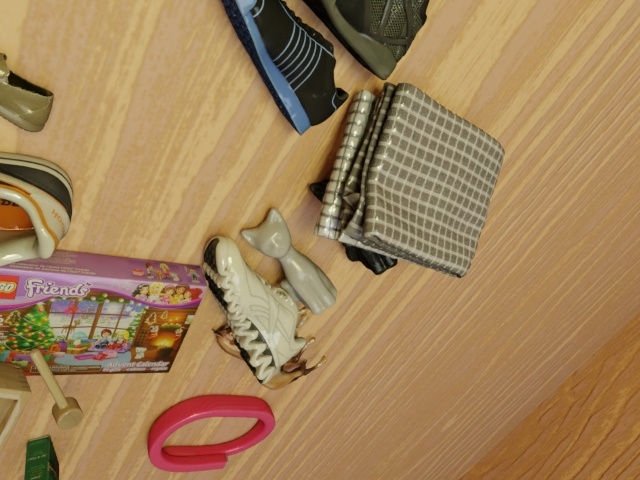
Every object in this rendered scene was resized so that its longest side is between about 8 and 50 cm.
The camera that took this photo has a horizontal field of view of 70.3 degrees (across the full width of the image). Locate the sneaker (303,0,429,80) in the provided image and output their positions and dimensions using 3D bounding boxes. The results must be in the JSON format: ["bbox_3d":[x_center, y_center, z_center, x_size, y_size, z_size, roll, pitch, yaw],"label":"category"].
[{"bbox_3d":[0.050,-0.301,0.524,0.130,0.087,0.228,-49,137,13],"label":"sneaker"}]

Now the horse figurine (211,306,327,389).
[{"bbox_3d":[-0.086,0.229,0.914,0.175,0.066,0.263,-29,134,-13],"label":"horse figurine"}]

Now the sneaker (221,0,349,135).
[{"bbox_3d":[-0.038,-0.234,0.539,0.091,0.081,0.232,-35,143,-2],"label":"sneaker"}]

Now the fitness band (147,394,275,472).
[{"bbox_3d":[-0.236,0.428,1.007,0.291,0.054,0.209,19,115,-41],"label":"fitness band"}]

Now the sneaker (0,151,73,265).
[{"bbox_3d":[-0.429,-0.034,0.450,0.321,0.127,0.126,-1,129,-27],"label":"sneaker"}]

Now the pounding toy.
[{"bbox_3d":[-0.428,0.207,0.596,0.206,0.094,0.181,30,84,-44],"label":"pounding toy"}]

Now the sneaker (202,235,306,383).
[{"bbox_3d":[-0.106,0.104,0.758,0.118,0.110,0.292,-28,127,-18],"label":"sneaker"}]

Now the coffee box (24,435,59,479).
[{"bbox_3d":[-0.486,0.457,0.793,0.041,0.184,0.113,-7,129,-24],"label":"coffee box"}]

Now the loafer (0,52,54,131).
[{"bbox_3d":[-0.332,-0.167,0.443,0.050,0.056,0.148,-44,142,6],"label":"loafer"}]

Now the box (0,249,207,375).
[{"bbox_3d":[-0.343,0.114,0.672,0.294,0.057,0.200,10,121,-35],"label":"box"}]

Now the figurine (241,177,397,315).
[{"bbox_3d":[0.000,0.000,0.762,0.215,0.092,0.209,-33,128,0],"label":"figurine"}]

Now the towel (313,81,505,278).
[{"bbox_3d":[0.152,-0.080,0.694,0.284,0.121,0.234,18,90,-38],"label":"towel"}]
